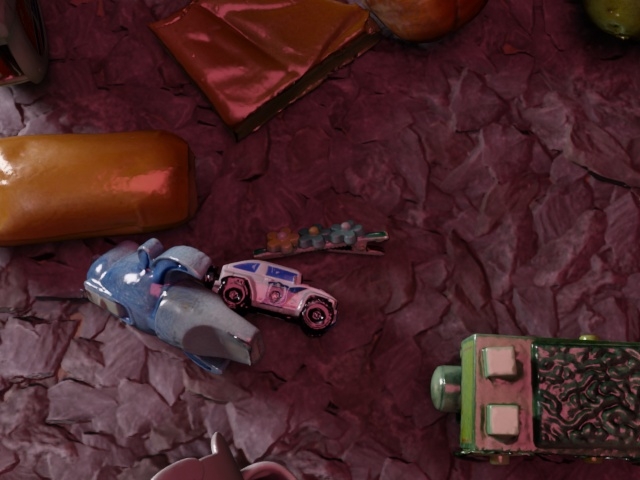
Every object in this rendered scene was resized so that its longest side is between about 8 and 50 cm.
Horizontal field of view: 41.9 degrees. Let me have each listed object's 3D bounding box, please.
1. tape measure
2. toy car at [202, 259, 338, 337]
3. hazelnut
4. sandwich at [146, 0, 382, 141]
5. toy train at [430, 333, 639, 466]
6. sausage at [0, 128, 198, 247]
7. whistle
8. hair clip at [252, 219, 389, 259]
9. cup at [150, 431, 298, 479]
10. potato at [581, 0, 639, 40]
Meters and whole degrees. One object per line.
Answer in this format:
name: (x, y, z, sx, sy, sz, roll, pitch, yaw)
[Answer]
tape measure: (-0.412, -0.288, 0.984, 0.125, 0.246, 0.243, -12, 69, -6)
toy car: (-0.060, 0.067, 1.016, 0.171, 0.080, 0.070, 14, 77, 1)
hazelnut: (0.135, -0.349, 1.063, 0.182, 0.182, 0.182, 1, 79, -3)
sandwich: (-0.077, -0.283, 1.092, 0.245, 0.063, 0.212, -37, 82, -10)
toy train: (0.267, 0.180, 0.955, 0.272, 0.188, 0.159, 3, 77, 0)
sausage: (-0.330, -0.062, 1.012, 0.354, 0.116, 0.134, -3, 93, 0)
whistle: (-0.173, 0.071, 0.970, 0.269, 0.180, 0.093, 23, 48, 26)
hair clip: (0.000, -0.001, 1.055, 0.173, 0.049, 0.049, -4, 79, -2)
cup: (-0.123, 0.358, 0.902, 0.290, 0.219, 0.257, -21, 80, -39)
potato: (0.438, -0.366, 1.095, 0.186, 0.148, 0.253, 45, 71, -10)
